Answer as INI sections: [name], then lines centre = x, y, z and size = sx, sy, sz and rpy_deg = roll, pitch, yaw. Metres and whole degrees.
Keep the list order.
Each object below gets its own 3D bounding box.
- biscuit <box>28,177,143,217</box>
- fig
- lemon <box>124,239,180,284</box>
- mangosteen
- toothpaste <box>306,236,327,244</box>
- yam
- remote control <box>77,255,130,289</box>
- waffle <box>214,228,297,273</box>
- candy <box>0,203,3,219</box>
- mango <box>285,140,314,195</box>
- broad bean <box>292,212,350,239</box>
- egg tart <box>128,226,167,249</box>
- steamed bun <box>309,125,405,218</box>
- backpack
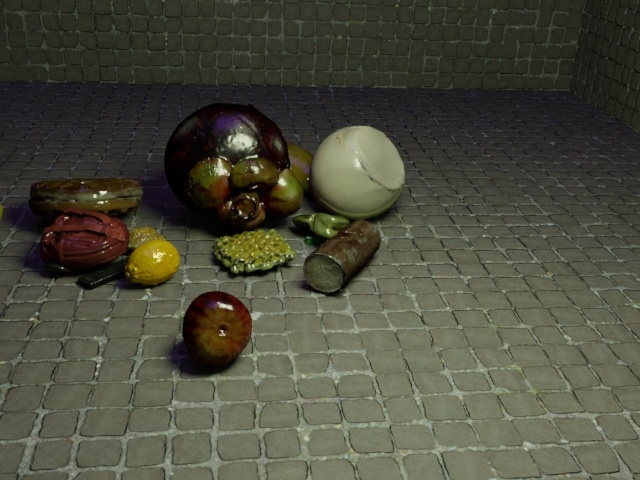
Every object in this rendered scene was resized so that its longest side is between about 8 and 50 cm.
[biscuit]
centre = -0.691, -0.129, 2.150
size = 0.332, 0.103, 0.332
rpy_deg = -1, 8, 0
[fig]
centre = -0.232, 0.175, 1.586
size = 0.148, 0.149, 0.202
rpy_deg = 9, 28, -34
[lemon]
centre = -0.429, 0.058, 1.857
size = 0.155, 0.114, 0.114
rpy_deg = -25, 37, -32
[mangosteen]
centre = -0.249, -0.223, 2.162
size = 0.381, 0.381, 0.421
rpy_deg = -20, 34, -39
[toothpaste]
centre = 0.000, 0.000, 2.127
size = 0.083, 0.020, 0.017
rpy_deg = 0, 24, -6
[yam]
centre = 0.061, 0.041, 1.935
size = 0.131, 0.131, 0.280
rpy_deg = 14, 26, 22
[remote control]
centre = -0.521, 0.071, 1.919
size = 0.063, 0.025, 0.245
rpy_deg = 21, 31, 34
[waffle]
centre = -0.188, 0.033, 2.002
size = 0.204, 0.054, 0.223
rpy_deg = -8, 26, -22
[candy]
centre = -0.978, -0.051, 2.049
size = 0.106, 0.094, 0.199
rpy_deg = 5, 33, 2
[mango]
centre = -0.109, -0.250, 2.479
size = 0.329, 0.175, 0.176
rpy_deg = 13, 72, 19
[broad bean]
centre = 0.007, -0.049, 2.134
size = 0.153, 0.072, 0.207
rpy_deg = 9, 6, -28
[egg tart]
centre = -0.493, -0.007, 2.028
size = 0.129, 0.049, 0.129
rpy_deg = -3, 13, 1
[steamed bun]
centre = 0.091, -0.196, 2.289
size = 0.309, 0.309, 0.309
rpy_deg = 3, 26, -1
[backpack]
centre = -0.613, 0.000, 1.921
size = 0.229, 0.139, 0.229
rpy_deg = -2, 22, 1
